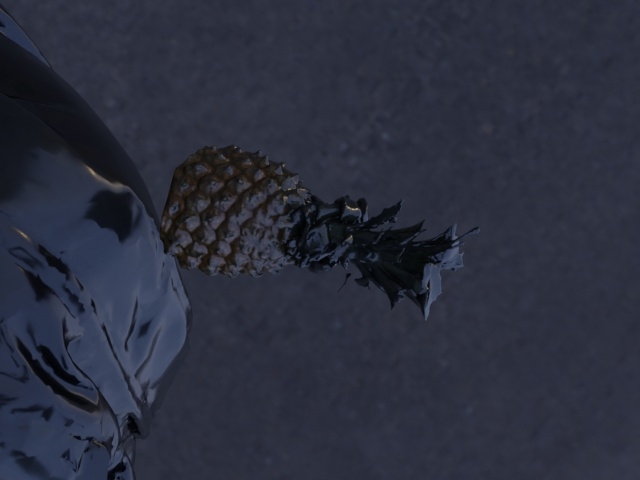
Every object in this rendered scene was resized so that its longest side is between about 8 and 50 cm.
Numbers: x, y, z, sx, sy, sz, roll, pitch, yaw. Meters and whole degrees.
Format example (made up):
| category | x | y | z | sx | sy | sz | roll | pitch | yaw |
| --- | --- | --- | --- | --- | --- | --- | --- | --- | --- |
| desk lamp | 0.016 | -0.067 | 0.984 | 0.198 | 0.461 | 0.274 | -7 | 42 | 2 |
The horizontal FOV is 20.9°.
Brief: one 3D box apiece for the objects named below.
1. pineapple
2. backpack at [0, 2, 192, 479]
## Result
| category | x | y | z | sx | sy | sz | roll | pitch | yaw |
| --- | --- | --- | --- | --- | --- | --- | --- | --- | --- |
| pineapple | 0.000 | 0.000 | 0.692 | 0.058 | 0.124 | 0.058 | 17 | 90 | -75 |
| backpack | -0.237 | -0.018 | 0.827 | 0.255 | 0.445 | 0.363 | -48 | 153 | -14 |
